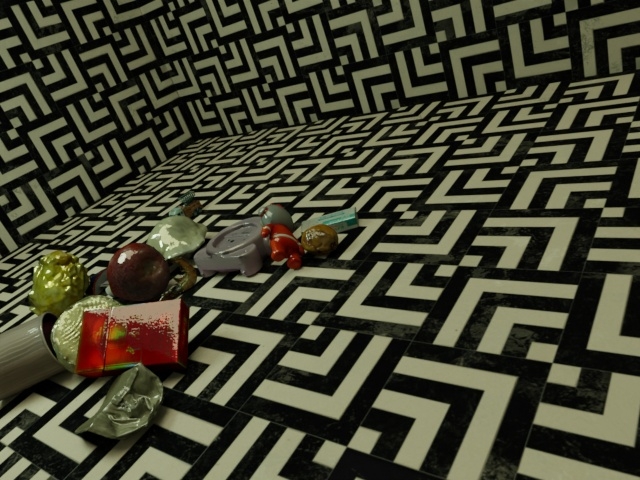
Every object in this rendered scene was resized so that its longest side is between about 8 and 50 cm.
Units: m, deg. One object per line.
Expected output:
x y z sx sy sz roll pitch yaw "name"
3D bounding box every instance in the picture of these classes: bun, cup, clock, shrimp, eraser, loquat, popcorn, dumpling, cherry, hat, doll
-0.732 0.318 1.662 0.259 0.259 0.152 -35 -12 -28 "bun"
-0.996 0.371 1.721 0.273 0.208 0.288 -26 35 -9 "cup"
-0.313 0.018 2.024 0.295 0.114 0.322 -4 29 31 "clock"
-0.567 0.144 1.926 0.195 0.148 0.035 -38 22 -28 "shrimp"
0.037 -0.064 1.991 0.224 0.052 0.096 -15 29 10 "eraser"
0.000 0.000 1.840 0.137 0.113 0.137 3 13 -1 "loquat"
-1.093 0.190 2.114 0.251 0.215 0.287 -12 65 36 "popcorn"
-0.609 -0.008 2.201 0.242 0.187 0.318 7 40 43 "dumpling"
-0.711 0.126 1.981 0.239 0.239 0.206 -1 51 35 "cherry"
-0.534 0.461 1.383 0.245 0.149 0.214 -47 9 49 "hat"
-0.156 -0.035 1.897 0.105 0.199 0.337 -45 39 24 "doll"

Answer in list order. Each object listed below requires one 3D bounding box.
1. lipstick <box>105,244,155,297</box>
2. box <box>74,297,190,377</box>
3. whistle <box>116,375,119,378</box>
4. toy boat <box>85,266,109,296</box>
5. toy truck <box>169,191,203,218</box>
-0.776 0.129 2.100 0.264 0.059 0.059 -43 25 7 "lipstick"
-0.558 0.294 1.526 0.312 0.089 0.198 -7 63 5 "box"
-0.579 0.383 1.594 0.039 0.039 0.186 -10 27 20 "whistle"
-0.880 0.151 2.242 0.318 0.072 0.219 -22 28 -11 "toy boat"
-0.715 -0.166 2.676 0.080 0.115 0.177 5 37 42 "toy truck"
